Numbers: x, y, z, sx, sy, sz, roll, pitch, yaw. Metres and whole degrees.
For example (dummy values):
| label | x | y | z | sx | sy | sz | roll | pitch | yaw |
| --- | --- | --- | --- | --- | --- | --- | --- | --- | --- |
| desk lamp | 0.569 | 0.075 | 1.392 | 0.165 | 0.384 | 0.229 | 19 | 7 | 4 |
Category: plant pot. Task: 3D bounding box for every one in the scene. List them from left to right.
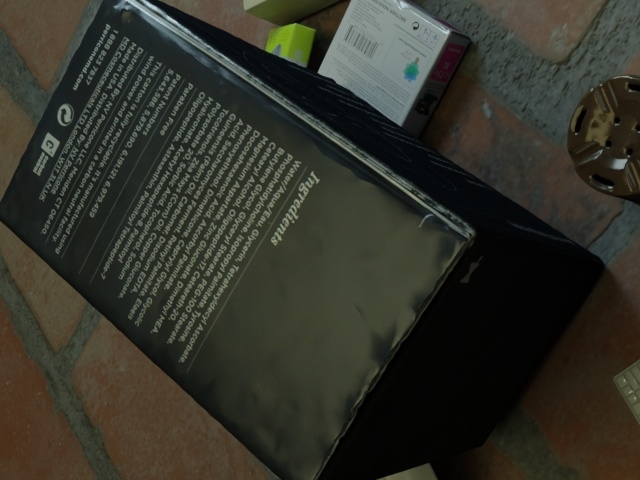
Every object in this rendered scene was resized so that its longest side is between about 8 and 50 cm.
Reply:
| label | x | y | z | sx | sy | sz | roll | pitch | yaw |
| --- | --- | --- | --- | --- | --- | --- | --- | --- | --- |
| plant pot | 0.360 | -0.107 | 1.068 | 0.167 | 0.165 | 0.167 | -2 | 87 | 43 |

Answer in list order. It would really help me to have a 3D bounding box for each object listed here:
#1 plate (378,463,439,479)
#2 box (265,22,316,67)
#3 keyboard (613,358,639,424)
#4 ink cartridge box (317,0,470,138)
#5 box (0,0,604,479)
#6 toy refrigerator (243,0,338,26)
| label | x | y | z | sx | sy | sz | roll | pitch | yaw |
| --- | --- | --- | --- | --- | --- | --- | --- | --- | --- |
| plate | 0.054 | 0.339 | 1.314 | 0.278 | 0.045 | 0.277 | 3 | 131 | 43 |
| box | -0.064 | -0.235 | 1.508 | 0.109 | 0.042 | 0.178 | 14 | 90 | 65 |
| keyboard | 0.420 | 0.248 | 1.107 | 0.072 | 0.014 | 0.256 | -44 | 61 | 33 |
| ink cartridge box | 0.067 | -0.194 | 1.413 | 0.186 | 0.065 | 0.311 | 43 | 115 | 35 |
| box | 0.000 | 0.000 | 1.115 | 0.471 | 0.480 | 0.297 | 36 | 102 | 27 |
| toy refrigerator | 0.010 | -0.413 | 1.453 | 0.269 | 0.094 | 0.102 | -15 | 72 | 41 |
